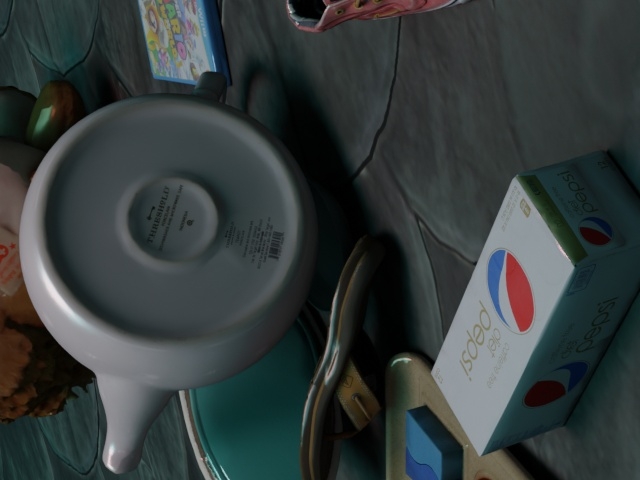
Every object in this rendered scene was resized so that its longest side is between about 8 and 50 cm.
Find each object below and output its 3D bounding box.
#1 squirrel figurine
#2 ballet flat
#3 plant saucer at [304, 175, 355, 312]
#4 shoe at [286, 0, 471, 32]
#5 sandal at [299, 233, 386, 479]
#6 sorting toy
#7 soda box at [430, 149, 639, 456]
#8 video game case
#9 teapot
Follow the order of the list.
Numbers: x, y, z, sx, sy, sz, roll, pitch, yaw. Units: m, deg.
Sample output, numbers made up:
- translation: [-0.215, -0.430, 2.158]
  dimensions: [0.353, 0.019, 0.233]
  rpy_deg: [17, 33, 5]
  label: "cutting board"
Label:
- translation: [-0.361, 0.005, 1.840]
  dimensions: [0.370, 0.281, 0.397]
  rpy_deg: [-133, 44, -72]
  label: "squirrel figurine"
- translation: [-0.074, 0.081, 1.500]
  dimensions: [0.139, 0.139, 0.400]
  rpy_deg: [117, 137, -57]
  label: "ballet flat"
- translation: [0.000, 0.000, 1.384]
  dimensions: [0.119, 0.021, 0.119]
  rpy_deg: [46, 144, 48]
  label: "plant saucer"
- translation: [0.041, -0.174, 1.107]
  dimensions: [0.178, 0.081, 0.063]
  rpy_deg: [-8, 97, 66]
  label: "shoe"
- translation: [0.026, 0.102, 1.318]
  dimensions: [0.090, 0.060, 0.219]
  rpy_deg: [-62, -12, -75]
  label: "sandal"
- translation: [0.110, 0.264, 1.283]
  dimensions: [0.229, 0.041, 0.307]
  rpy_deg: [42, 141, 51]
  label: "sorting toy"
- translation: [0.137, 0.044, 1.051]
  dimensions: [0.074, 0.069, 0.216]
  rpy_deg: [60, 152, 29]
  label: "soda box"
- translation: [-0.131, -0.204, 1.553]
  dimensions: [0.166, 0.015, 0.119]
  rpy_deg: [18, 120, 62]
  label: "video game case"
- translation: [-0.123, 0.011, 1.364]
  dimensions: [0.252, 0.256, 0.187]
  rpy_deg: [56, 164, 13]
  label: "teapot"
